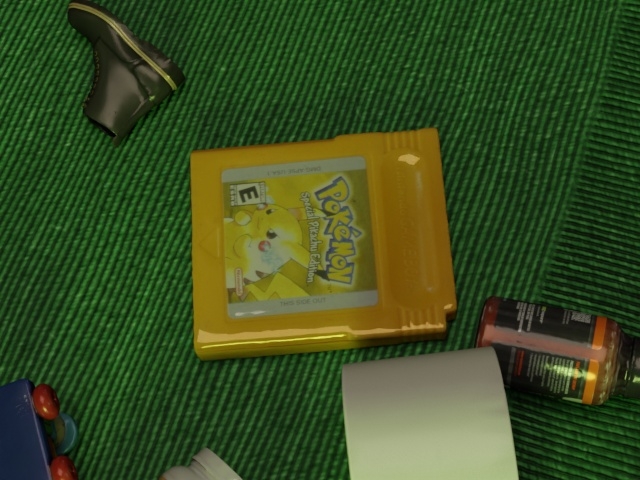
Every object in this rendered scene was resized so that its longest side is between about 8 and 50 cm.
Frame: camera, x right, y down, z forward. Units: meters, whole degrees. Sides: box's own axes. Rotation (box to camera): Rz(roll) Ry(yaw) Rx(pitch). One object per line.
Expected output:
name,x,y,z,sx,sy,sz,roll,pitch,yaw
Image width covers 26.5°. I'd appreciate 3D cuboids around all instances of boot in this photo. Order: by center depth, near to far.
boot,-0.300,-0.230,1.830,0.198,0.077,0.137,36,78,21

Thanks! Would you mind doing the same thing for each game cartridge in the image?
game cartridge,0.000,0.000,1.696,0.324,0.052,0.285,-6,64,4

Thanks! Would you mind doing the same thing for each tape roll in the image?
tape roll,0.119,0.243,1.460,0.169,0.246,0.246,-7,64,2

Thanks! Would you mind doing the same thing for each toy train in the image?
toy train,-0.310,0.291,1.547,0.105,0.143,0.248,-21,69,5

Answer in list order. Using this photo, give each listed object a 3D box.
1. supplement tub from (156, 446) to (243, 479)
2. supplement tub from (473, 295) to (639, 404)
supplement tub,-0.157,0.341,1.497,0.144,0.144,0.200,41,75,22
supplement tub,0.279,0.132,1.572,0.198,0.106,0.106,11,66,12
